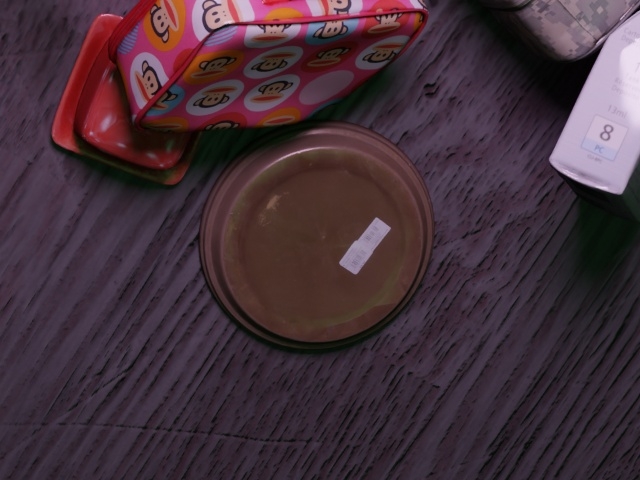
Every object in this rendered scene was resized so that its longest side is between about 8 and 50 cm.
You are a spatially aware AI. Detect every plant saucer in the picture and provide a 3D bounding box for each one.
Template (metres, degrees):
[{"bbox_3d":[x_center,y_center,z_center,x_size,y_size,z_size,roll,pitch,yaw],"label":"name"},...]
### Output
[{"bbox_3d":[0.000,0.000,1.871,0.278,0.041,0.278,-3,107,-10],"label":"plant saucer"}]

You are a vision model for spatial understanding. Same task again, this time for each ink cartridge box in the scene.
[{"bbox_3d":[0.375,-0.218,1.744,0.091,0.308,0.385,24,92,16],"label":"ink cartridge box"}]

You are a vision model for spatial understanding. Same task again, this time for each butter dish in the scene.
[{"bbox_3d":[-0.190,-0.140,1.746,0.160,0.118,0.160,20,103,-17],"label":"butter dish"}]

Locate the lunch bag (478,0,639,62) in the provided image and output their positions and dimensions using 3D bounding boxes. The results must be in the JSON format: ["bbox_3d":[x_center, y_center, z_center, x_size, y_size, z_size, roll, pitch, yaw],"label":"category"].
[{"bbox_3d":[0.257,-0.375,1.706,0.256,0.212,0.305,43,93,-14],"label":"lunch bag"}]

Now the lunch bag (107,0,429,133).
[{"bbox_3d":[-0.043,-0.214,1.642,0.293,0.258,0.120,-9,71,-38],"label":"lunch bag"}]
